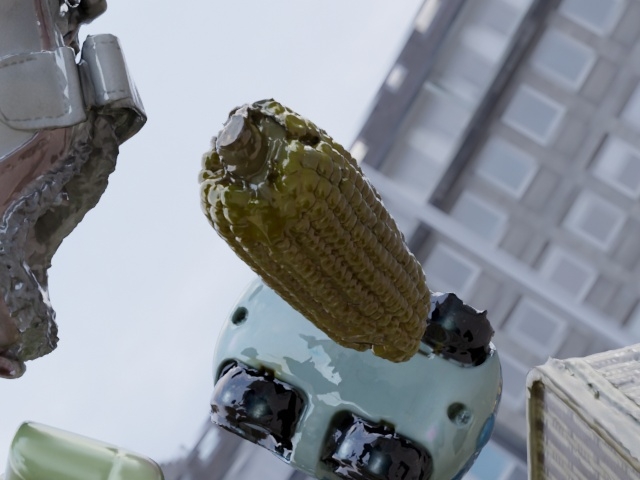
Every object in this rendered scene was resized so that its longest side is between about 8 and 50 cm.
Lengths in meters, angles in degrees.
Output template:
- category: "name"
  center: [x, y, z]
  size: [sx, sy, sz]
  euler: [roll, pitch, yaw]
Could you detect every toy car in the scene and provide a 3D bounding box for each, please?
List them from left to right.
- category: "toy car"
  center: [0.037, 0.123, 1.554]
  size: [0.189, 0.255, 0.190]
  euler: [-65, -19, -12]

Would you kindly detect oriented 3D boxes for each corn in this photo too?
- category: "corn"
  center: [0.000, 0.000, 1.160]
  size: [0.097, 0.097, 0.262]
  euler: [-52, -39, -11]

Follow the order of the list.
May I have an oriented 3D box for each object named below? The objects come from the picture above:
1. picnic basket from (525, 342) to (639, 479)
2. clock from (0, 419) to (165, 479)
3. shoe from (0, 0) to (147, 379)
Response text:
- category: "picnic basket"
  center: [0.216, 0.220, 0.901]
  size: [0.175, 0.228, 0.313]
  euler: [-14, -61, -18]
- category: "clock"
  center: [-0.167, 0.263, 0.925]
  size: [0.235, 0.096, 0.308]
  euler: [118, 169, -59]
- category: "shoe"
  center: [-0.189, -0.096, 0.996]
  size: [0.172, 0.198, 0.351]
  euler: [117, 172, -88]
